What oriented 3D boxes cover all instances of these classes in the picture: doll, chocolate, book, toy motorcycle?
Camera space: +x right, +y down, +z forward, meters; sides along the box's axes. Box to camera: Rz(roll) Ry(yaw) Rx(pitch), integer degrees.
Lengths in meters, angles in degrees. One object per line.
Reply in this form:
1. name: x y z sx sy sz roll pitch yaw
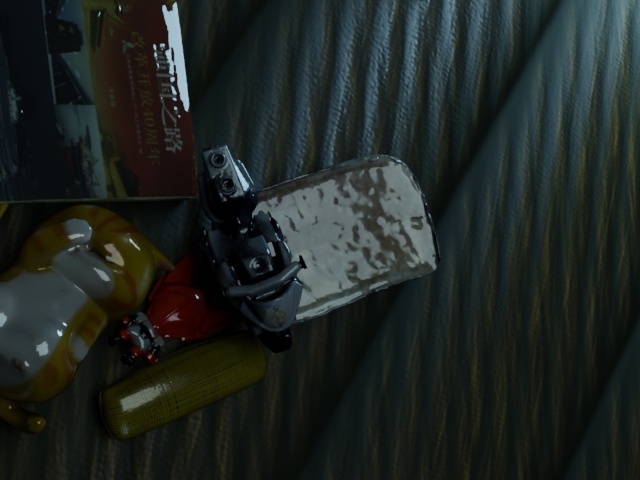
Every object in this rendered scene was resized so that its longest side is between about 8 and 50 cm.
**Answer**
1. doll: -0.305 0.070 1.641 0.166 0.162 0.269 39 69 5
2. doll: -0.189 0.095 1.765 0.109 0.057 0.169 52 47 4
3. chocolate: 0.000 0.000 1.875 0.303 0.100 0.185 -18 94 -25
4. book: -0.291 -0.175 1.688 0.374 0.028 0.263 -4 85 -52
5. toy motorcycle: -0.088 0.010 1.714 0.106 0.159 0.270 -20 92 -8

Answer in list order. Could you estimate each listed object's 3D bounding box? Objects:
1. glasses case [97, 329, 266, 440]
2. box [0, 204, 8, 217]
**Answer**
1. glasses case: -0.170 0.177 1.770 0.234 0.064 0.079 -22 102 -33
2. box: -0.390 -0.156 1.678 0.152 0.043 0.269 38 66 -23
